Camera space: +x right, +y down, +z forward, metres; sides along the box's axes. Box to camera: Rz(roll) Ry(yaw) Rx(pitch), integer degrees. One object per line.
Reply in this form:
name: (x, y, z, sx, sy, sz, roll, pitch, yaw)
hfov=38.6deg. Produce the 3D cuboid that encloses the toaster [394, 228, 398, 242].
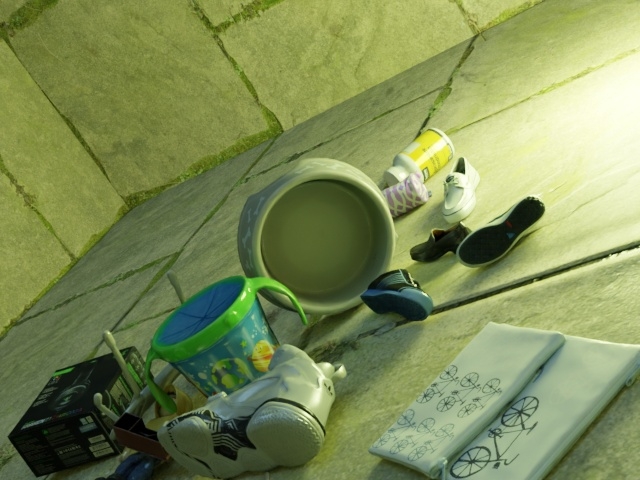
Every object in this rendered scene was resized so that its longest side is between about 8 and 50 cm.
toaster: (0.077, 0.003, 2.154, 0.168, 0.110, 0.185, -21, 22, 34)

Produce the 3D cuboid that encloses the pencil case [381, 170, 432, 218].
pencil case: (0.170, -0.099, 2.293, 0.206, 0.086, 0.088, -25, 54, 21)

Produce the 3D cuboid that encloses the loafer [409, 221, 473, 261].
loafer: (0.253, 0.000, 1.933, 0.170, 0.061, 0.062, -20, 24, 40)

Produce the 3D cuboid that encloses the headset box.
headset box: (-0.547, 0.394, 2.155, 0.246, 0.131, 0.283, -19, 22, 20)

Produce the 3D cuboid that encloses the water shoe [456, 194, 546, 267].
water shoe: (0.358, -0.010, 1.801, 0.203, 0.073, 0.080, -34, -9, -1)

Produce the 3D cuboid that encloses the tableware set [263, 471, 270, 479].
tableware set: (-0.127, 0.455, 1.444, 0.194, 0.039, 0.128, -41, 19, -23)

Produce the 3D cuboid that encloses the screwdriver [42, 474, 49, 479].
screwdriver: (-0.631, 0.548, 2.126, 0.024, 0.025, 0.170, -18, 28, 41)

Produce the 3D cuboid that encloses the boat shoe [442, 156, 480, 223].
boat shoe: (0.313, -0.120, 2.117, 0.083, 0.075, 0.226, -26, 19, 26)

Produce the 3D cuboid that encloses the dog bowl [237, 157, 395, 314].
dog bowl: (0.000, 0.000, 1.943, 0.349, 0.348, 0.102, -35, 13, -4)

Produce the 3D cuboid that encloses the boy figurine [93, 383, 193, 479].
boy figurine: (-0.336, 0.408, 1.857, 0.177, 0.092, 0.285, -22, 24, 41)

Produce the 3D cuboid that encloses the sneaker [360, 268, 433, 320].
sneaker: (0.163, 0.098, 1.801, 0.090, 0.081, 0.232, -47, 20, -17)

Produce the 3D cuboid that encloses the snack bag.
snack bag: (0.265, 0.238, 1.330, 0.323, 0.037, 0.343, -40, 19, -21)

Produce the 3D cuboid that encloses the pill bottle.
pill bottle: (0.256, -0.205, 2.397, 0.184, 0.103, 0.103, -40, 19, -18)

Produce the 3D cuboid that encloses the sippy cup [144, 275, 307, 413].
sippy cup: (-0.181, 0.226, 1.837, 0.306, 0.224, 0.240, -22, 22, 34)

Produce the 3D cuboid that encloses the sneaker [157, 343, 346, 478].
sneaker: (-0.118, 0.311, 1.662, 0.366, 0.137, 0.210, -14, 25, 35)

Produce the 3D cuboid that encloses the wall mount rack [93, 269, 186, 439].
wall mount rack: (-0.363, 0.240, 1.936, 0.350, 0.130, 0.304, -49, -8, -40)

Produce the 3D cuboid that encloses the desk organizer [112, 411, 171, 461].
desk organizer: (-0.338, 0.379, 1.768, 0.130, 0.050, 0.047, 10, 38, 31)
